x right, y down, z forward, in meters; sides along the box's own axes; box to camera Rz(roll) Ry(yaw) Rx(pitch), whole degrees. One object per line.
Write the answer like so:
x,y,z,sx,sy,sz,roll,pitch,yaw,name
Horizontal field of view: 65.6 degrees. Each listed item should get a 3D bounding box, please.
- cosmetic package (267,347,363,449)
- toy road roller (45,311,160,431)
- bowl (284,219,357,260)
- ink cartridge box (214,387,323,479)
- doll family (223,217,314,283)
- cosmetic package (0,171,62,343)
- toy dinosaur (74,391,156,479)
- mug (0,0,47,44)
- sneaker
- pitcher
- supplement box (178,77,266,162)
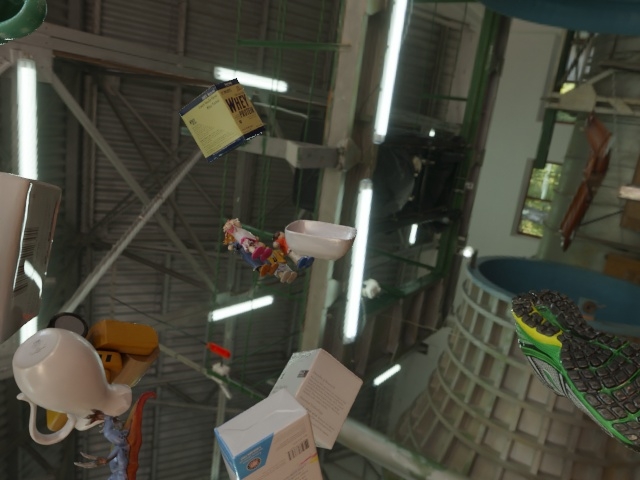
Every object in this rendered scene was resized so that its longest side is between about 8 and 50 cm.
-0.023,0.390,1.234,0.151,0.151,0.184,41,-122,-15,cosmetic package
-0.584,0.351,1.282,0.329,0.241,0.202,17,-57,-42,toy road roller
0.000,0.000,1.028,0.142,0.142,0.053,-45,-36,-74,bowl
-0.058,0.295,0.634,0.104,0.061,0.182,-23,-61,-27,ink cartridge box
-0.155,0.032,1.231,0.262,0.163,0.118,17,-72,-53,doll family
-0.795,-0.001,1.013,0.393,0.327,0.330,11,-90,-18,cosmetic package
-0.150,0.161,0.375,0.090,0.082,0.047,-36,-38,-27,toy dinosaur
-0.367,-0.264,0.510,0.097,0.157,0.129,-51,-46,4,mug
0.454,0.222,0.845,0.344,0.134,0.147,-108,1,-64,sneaker
-0.465,0.266,0.883,0.177,0.125,0.207,-35,-47,-18,pitcher
-0.139,-0.171,0.709,0.083,0.083,0.056,60,-143,-11,supplement box
